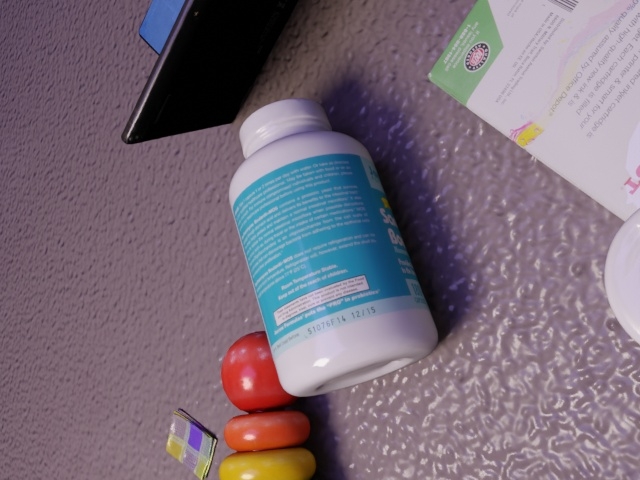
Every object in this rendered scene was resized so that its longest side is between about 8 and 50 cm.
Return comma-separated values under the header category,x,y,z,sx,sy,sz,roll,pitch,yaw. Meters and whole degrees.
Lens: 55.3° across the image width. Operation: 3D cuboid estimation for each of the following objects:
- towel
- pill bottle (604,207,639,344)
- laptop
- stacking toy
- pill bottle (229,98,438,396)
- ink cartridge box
category,x,y,z,sx,sy,sz,roll,pitch,yaw
towel,-0.166,0.258,0.773,0.083,0.009,0.060,21,98,39
pill bottle,0.239,0.024,0.361,0.094,0.169,0.094,-4,83,39
laptop,-0.125,-0.345,0.669,0.236,0.408,0.381,33,110,2
stacking toy,-0.048,0.254,0.606,0.141,0.141,0.330,-17,70,37
pill bottle,0.000,0.000,0.576,0.146,0.146,0.263,-31,67,33
ink cartridge box,0.212,-0.124,0.450,0.212,0.093,0.154,48,115,34
